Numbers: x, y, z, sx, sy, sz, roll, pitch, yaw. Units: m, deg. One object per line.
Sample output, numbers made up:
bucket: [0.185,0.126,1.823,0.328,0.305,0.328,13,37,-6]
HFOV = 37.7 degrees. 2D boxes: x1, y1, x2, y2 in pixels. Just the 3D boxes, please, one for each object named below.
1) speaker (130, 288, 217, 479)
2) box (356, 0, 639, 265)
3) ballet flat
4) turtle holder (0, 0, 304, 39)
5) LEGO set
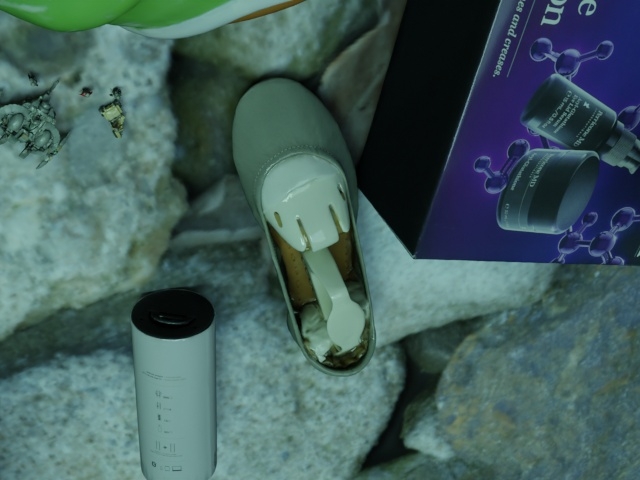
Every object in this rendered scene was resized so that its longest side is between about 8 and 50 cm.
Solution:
speaker: [-0.096,0.101,0.626,0.055,0.055,0.136,-8,124,-17]
box: [0.150,-0.120,0.552,0.184,0.103,0.261,0,121,-25]
ballet flat: [0.000,0.000,0.589,0.072,0.068,0.213,-20,127,-8]
turtle holder: [-0.047,-0.237,0.337,0.227,0.243,0.320,-10,90,-41]
LEGO set: [-0.147,-0.065,0.514,0.083,0.023,0.054,-21,127,-8]
